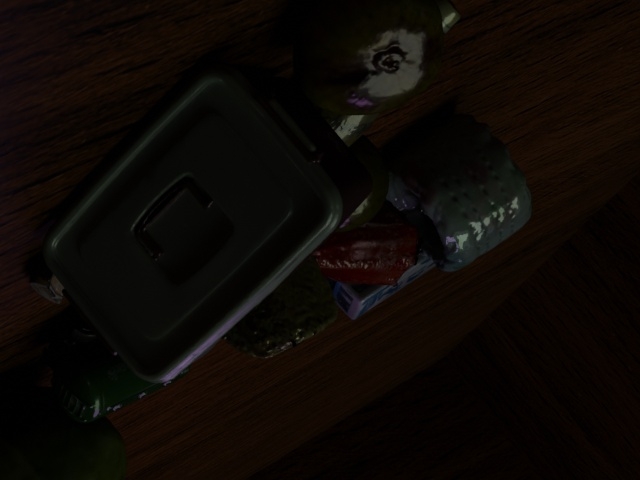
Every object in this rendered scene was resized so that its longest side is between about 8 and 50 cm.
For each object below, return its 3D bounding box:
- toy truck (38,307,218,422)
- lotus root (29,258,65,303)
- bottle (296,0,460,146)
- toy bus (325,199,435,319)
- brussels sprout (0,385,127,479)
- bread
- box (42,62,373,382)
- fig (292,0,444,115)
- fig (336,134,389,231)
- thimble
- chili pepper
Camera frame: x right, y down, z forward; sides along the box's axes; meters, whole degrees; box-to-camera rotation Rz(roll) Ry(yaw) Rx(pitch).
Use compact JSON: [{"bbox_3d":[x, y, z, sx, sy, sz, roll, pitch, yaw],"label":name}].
[{"bbox_3d":[-0.220,0.123,1.603,0.242,0.125,0.101,-25,162,-44],"label":"toy truck"},{"bbox_3d":[-0.275,0.036,1.365,0.083,0.030,0.037,102,12,-75],"label":"lotus root"},{"bbox_3d":[0.032,-0.154,1.381,0.269,0.083,0.083,-42,166,14],"label":"bottle"},{"bbox_3d":[0.126,-0.011,2.009,0.297,0.131,0.106,-33,166,-18],"label":"toy bus"},{"bbox_3d":[-0.366,0.294,1.650,0.219,0.210,0.271,-55,-172,-28],"label":"brussels sprout"},{"bbox_3d":[-0.076,0.044,1.544,0.102,0.196,0.138,-41,171,31],"label":"bread"},{"bbox_3d":[-0.100,-0.023,1.290,0.294,0.193,0.167,-43,174,22],"label":"box"},{"bbox_3d":[0.042,-0.178,1.232,0.153,0.121,0.136,-23,138,33],"label":"fig"},{"bbox_3d":[-0.033,-0.074,1.509,0.236,0.124,0.124,5,143,-33],"label":"fig"},{"bbox_3d":[0.182,-0.065,1.855,0.149,0.185,0.211,-33,-177,-11],"label":"thimble"},{"bbox_3d":[0.000,0.000,1.774,0.252,0.144,0.136,1,137,-46],"label":"chili pepper"}]
